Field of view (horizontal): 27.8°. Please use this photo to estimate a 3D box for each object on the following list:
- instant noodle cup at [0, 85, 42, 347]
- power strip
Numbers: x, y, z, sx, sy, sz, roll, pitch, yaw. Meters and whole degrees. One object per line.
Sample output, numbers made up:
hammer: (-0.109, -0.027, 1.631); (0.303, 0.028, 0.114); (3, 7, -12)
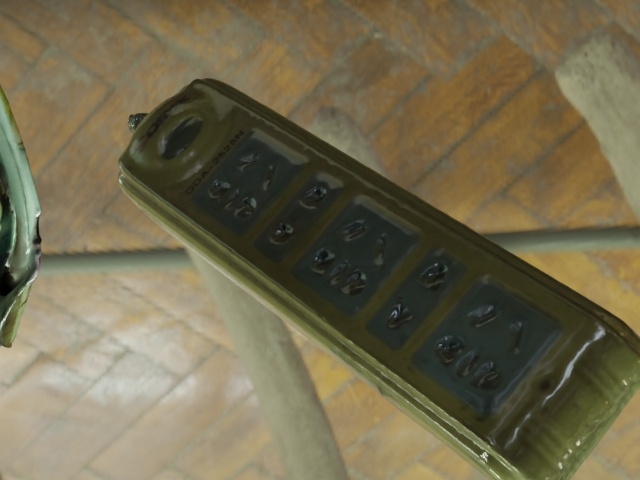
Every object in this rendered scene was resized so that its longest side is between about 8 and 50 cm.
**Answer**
instant noodle cup: (-0.255, 0.010, 0.471); (0.215, 0.236, 0.215); (15, 124, 24)
power strip: (0.000, 0.000, 0.678); (0.092, 0.387, 0.066); (-50, 135, -7)
